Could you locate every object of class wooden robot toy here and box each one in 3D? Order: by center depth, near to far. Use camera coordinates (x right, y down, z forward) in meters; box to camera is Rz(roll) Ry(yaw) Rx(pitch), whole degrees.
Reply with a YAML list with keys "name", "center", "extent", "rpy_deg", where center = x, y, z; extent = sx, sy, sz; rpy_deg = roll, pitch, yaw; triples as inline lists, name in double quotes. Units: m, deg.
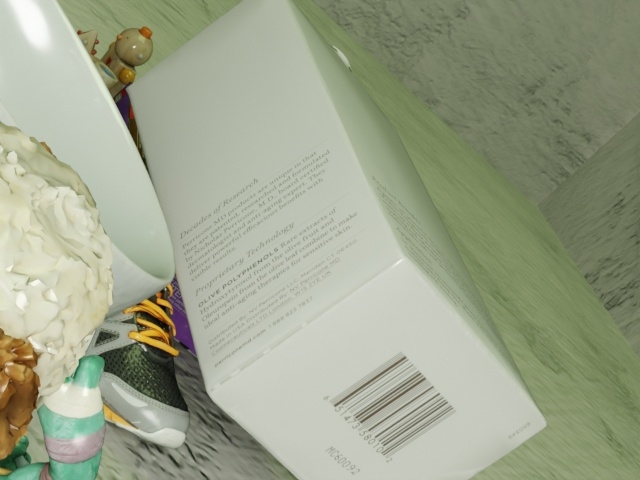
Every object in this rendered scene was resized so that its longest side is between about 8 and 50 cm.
- name: "wooden robot toy"
  center: [-0.190, -0.169, 1.463]
  extent: [0.076, 0.079, 0.173]
  rpy_deg: [37, 16, -36]

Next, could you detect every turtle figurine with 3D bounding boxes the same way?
- name: "turtle figurine"
  center: [-0.128, 0.124, 0.733]
  extent: [0.234, 0.118, 0.175]
  rpy_deg: [33, -23, -19]

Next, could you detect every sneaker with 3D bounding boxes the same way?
- name: "sneaker"
  center: [-0.130, 0.042, 1.020]
  extent: [0.084, 0.083, 0.215]
  rpy_deg: [33, 20, -51]

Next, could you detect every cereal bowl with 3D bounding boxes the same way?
- name: "cereal bowl"
  center: [-0.226, -0.088, 0.893]
  extent: [0.339, 0.141, 0.339]
  rpy_deg: [61, 5, -9]

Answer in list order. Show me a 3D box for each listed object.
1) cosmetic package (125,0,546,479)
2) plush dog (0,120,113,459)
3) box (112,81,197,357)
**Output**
- name: "cosmetic package"
  center: [0.000, 0.000, 1.107]
  extent: [0.197, 0.155, 0.365]
  rpy_deg: [48, 12, -35]
- name: "plush dog"
  center: [-0.184, -0.010, 0.568]
  extent: [0.225, 0.210, 0.262]
  rpy_deg: [19, 29, -5]
- name: "box"
  center: [-0.102, -0.002, 1.291]
  extent: [0.201, 0.057, 0.293]
  rpy_deg: [42, 14, -22]
